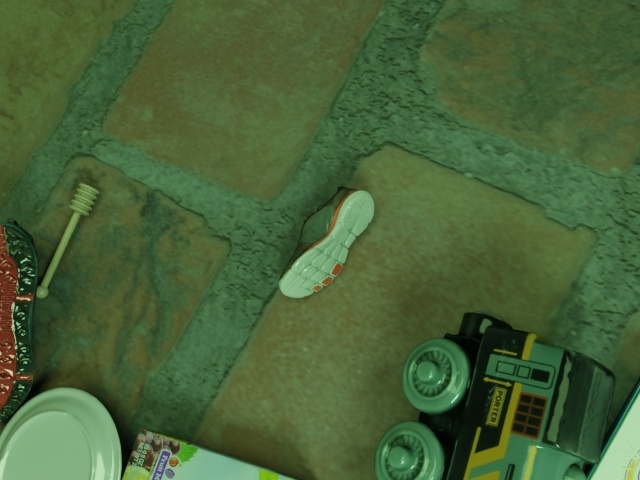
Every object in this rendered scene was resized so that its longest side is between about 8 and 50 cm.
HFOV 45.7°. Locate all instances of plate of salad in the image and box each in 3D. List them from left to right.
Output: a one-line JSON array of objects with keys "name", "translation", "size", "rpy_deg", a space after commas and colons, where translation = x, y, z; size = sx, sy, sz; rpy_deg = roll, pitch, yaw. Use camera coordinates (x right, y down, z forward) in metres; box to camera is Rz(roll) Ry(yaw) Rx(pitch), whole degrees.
[{"name": "plate of salad", "translation": [-0.309, 0.274, 0.892], "size": [0.199, 0.048, 0.200], "rpy_deg": [-8, 69, 22]}]

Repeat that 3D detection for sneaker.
[{"name": "sneaker", "translation": [-0.397, 0.103, 0.957], "size": [0.104, 0.125, 0.262], "rpy_deg": [13, 97, -12]}, {"name": "sneaker", "translation": [0.000, 0.000, 0.923], "size": [0.158, 0.061, 0.065], "rpy_deg": [-49, 41, -7]}]

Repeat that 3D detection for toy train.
[{"name": "toy train", "translation": [0.156, 0.233, 0.727], "size": [0.190, 0.142, 0.334], "rpy_deg": [5, 71, 45]}]

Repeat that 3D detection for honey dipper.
[{"name": "honey dipper", "translation": [-0.340, 0.001, 1.007], "size": [0.030, 0.030, 0.161], "rpy_deg": [19, 78, 18]}]

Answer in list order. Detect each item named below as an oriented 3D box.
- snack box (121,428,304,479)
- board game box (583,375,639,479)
[{"name": "snack box", "translation": [-0.125, 0.319, 0.827], "size": [0.207, 0.070, 0.175], "rpy_deg": [13, 74, 15]}, {"name": "board game box", "translation": [0.397, 0.304, 0.711], "size": [0.316, 0.064, 0.242], "rpy_deg": [31, 81, 21]}]
